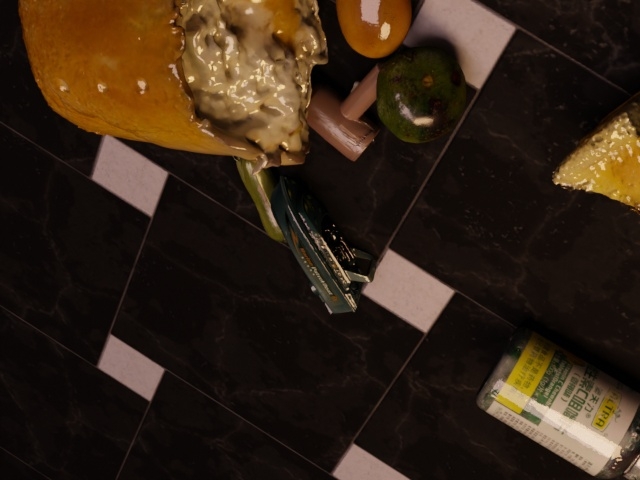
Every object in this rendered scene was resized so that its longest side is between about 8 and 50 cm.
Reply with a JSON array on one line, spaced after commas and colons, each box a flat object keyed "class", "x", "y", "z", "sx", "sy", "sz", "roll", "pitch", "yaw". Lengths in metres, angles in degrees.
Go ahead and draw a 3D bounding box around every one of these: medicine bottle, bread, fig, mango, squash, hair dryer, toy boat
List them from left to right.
[{"class": "bread", "x": -0.218, "y": -0.261, "z": 1.931, "sx": 0.394, "sy": 0.250, "sz": 0.361, "roll": 5, "pitch": 120, "yaw": 31}, {"class": "squash", "x": -0.085, "y": -0.073, "z": 2.201, "sx": 0.052, "sy": 0.052, "sz": 0.183, "roll": -3, "pitch": 127, "yaw": 36}, {"class": "toy boat", "x": 0.000, "y": 0.000, "z": 2.183, "sx": 0.103, "sy": 0.093, "sz": 0.246, "roll": -22, "pitch": 115, "yaw": 22}, {"class": "hair dryer", "x": 0.054, "y": -0.201, "z": 1.988, "sx": 0.117, "sy": 0.064, "sz": 0.182, "roll": 41, "pitch": 131, "yaw": -4}, {"class": "mango", "x": 0.067, "y": -0.319, "z": 1.843, "sx": 0.102, "sy": 0.085, "sz": 0.184, "roll": 14, "pitch": 129, "yaw": 21}, {"class": "fig", "x": 0.128, "y": -0.187, "z": 1.917, "sx": 0.123, "sy": 0.123, "sz": 0.156, "roll": 37, "pitch": 168, "yaw": -2}, {"class": "medicine bottle", "x": 0.385, "y": 0.256, "z": 2.130, "sx": 0.293, "sy": 0.141, "sz": 0.141, "roll": 31, "pitch": 139, "yaw": 5}, {"class": "bread", "x": 0.399, "y": -0.085, "z": 1.798, "sx": 0.160, "sy": 0.140, "sz": 0.169, "roll": 49, "pitch": 143, "yaw": 1}]
